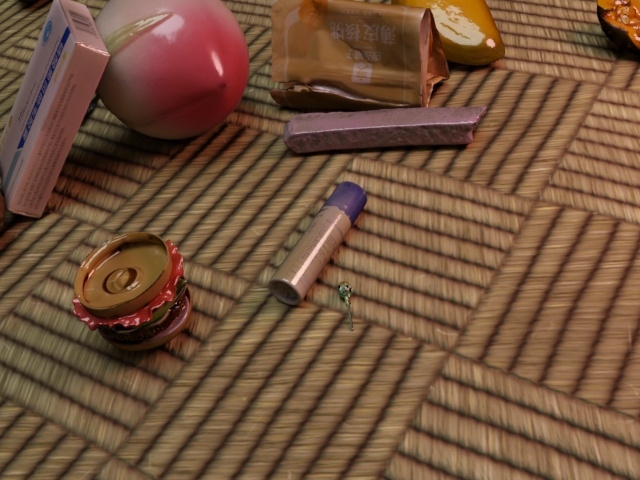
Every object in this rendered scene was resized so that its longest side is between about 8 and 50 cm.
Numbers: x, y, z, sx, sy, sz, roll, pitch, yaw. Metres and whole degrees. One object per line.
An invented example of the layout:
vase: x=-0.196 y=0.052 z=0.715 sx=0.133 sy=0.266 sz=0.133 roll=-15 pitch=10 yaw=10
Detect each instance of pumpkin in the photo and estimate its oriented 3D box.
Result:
pumpkin: x=0.608 y=-0.402 z=1.488 sx=0.184 sy=0.107 sz=0.119 roll=16 pitch=43 yaw=36

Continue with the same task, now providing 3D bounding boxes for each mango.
mango: x=0.253 y=-0.448 z=1.616 sx=0.177 sy=0.119 sz=0.316 roll=-24 pitch=54 yaw=-16

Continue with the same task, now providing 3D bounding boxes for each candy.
candy: x=0.039 y=0.095 z=1.166 sx=0.023 sy=0.025 sz=0.083 roll=2 pitch=49 yaw=-11

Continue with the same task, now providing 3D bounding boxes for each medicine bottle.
medicine bottle: x=0.000 y=0.000 z=1.244 sx=0.059 sy=0.059 sz=0.230 roll=15 pitch=49 yaw=25

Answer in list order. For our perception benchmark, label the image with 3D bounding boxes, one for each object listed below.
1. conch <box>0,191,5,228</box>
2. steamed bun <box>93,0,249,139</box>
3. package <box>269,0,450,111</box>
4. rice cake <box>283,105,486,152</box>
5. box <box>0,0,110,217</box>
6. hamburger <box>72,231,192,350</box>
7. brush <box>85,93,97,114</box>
conch: x=-0.635 y=-0.055 z=1.380 sx=0.210 sy=0.158 sz=0.291 roll=-23 pitch=19 yaw=14
steamed bun: x=-0.257 y=-0.317 z=1.455 sx=0.310 sy=0.309 sz=0.309 roll=-6 pitch=44 yaw=6
package: x=0.059 y=-0.325 z=1.493 sx=0.311 sy=0.221 sz=0.165 roll=14 pitch=70 yaw=25
rice cake: x=0.110 y=-0.198 z=1.424 sx=0.365 sy=0.056 sz=0.072 roll=-2 pitch=39 yaw=11
box: x=-0.485 y=-0.234 z=1.420 sx=0.065 sy=0.343 sz=0.200 roll=13 pitch=30 yaw=-37
hamburger: x=-0.264 y=0.081 z=1.162 sx=0.175 sy=0.136 sz=0.175 roll=-9 pitch=47 yaw=9
brush: x=-0.481 y=-0.299 z=1.684 sx=0.033 sy=0.030 sz=0.178 roll=-13 pitch=31 yaw=22
